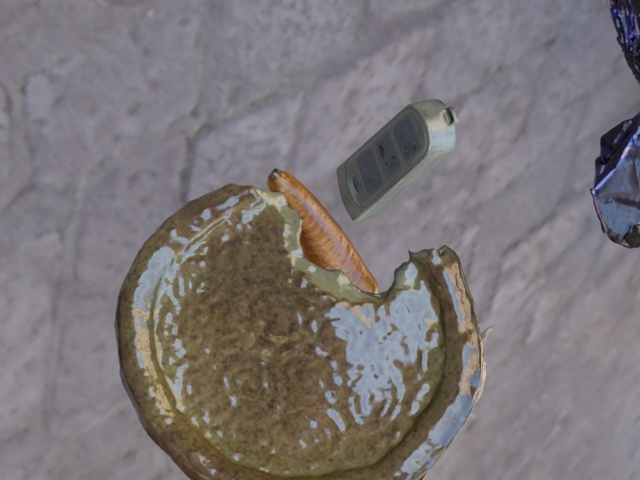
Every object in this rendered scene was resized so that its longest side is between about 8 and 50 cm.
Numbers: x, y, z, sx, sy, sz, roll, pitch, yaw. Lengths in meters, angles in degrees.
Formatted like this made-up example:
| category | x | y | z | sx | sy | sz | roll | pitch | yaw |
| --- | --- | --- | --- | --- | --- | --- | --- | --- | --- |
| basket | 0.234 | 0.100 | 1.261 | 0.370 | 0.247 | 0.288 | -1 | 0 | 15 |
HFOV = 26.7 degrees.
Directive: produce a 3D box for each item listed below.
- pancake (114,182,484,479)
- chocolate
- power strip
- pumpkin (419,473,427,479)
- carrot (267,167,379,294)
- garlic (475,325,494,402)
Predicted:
| category | x | y | z | sx | sy | sz | roll | pitch | yaw |
| --- | --- | --- | --- | --- | --- | --- | --- | --- | --- |
| pancake | -0.017 | 0.079 | 1.073 | 0.286 | 0.288 | 0.033 | -30 | 168 | 1 |
| chocolate | 0.409 | -0.160 | 1.653 | 0.148 | 0.126 | 0.343 | 5 | 89 | -26 |
| power strip | 0.093 | -0.100 | 1.684 | 0.048 | 0.080 | 0.286 | -16 | 170 | -26 |
| pumpkin | -0.019 | 0.246 | 1.687 | 0.303 | 0.225 | 0.256 | -29 | -168 | 11 |
| carrot | 0.000 | 0.000 | 1.451 | 0.066 | 0.062 | 0.271 | -62 | 140 | -31 |
| garlic | 0.129 | 0.136 | 1.331 | 0.152 | 0.066 | 0.084 | 0 | 121 | -49 |
